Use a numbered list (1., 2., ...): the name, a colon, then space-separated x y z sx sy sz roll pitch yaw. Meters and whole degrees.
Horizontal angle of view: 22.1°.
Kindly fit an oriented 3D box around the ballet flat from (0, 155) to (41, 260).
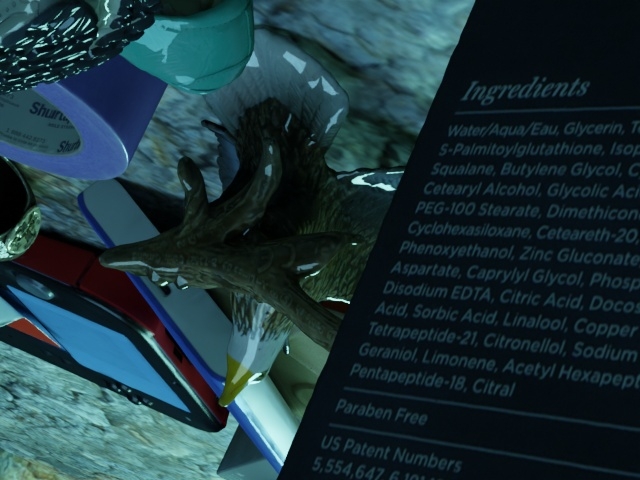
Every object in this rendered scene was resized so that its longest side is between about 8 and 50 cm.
1. ballet flat: -0.280 -0.054 1.317 0.058 0.084 0.250 16 154 25

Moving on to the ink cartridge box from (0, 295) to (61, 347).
1. ink cartridge box: -0.393 0.051 1.642 0.189 0.066 0.232 19 157 31

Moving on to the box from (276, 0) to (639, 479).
1. box: 0.173 0.084 0.649 0.212 0.395 0.293 2 153 45

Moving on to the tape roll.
1. tape roll: -0.190 -0.118 1.023 0.189 0.080 0.189 21 160 8

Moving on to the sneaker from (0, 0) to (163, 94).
1. sneaker: -0.129 -0.158 0.771 0.283 0.110 0.122 -34 78 51

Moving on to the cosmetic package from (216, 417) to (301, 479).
1. cosmetic package: -0.010 0.217 1.689 0.127 0.107 0.238 28 164 -8

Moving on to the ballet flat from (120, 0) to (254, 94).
1. ballet flat: -0.144 -0.163 0.877 0.247 0.083 0.087 24 137 -1

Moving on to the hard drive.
1. hard drive: -0.090 0.094 1.393 0.210 0.040 0.318 49 173 27

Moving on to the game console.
1. game console: -0.274 0.076 1.687 0.342 0.060 0.386 17 160 19

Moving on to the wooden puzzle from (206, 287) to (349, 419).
1. wooden puzzle: 0.085 0.117 1.357 0.348 0.080 0.322 22 162 20

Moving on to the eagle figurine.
1. eagle figurine: -0.007 0.008 1.060 0.226 0.225 0.298 60 -157 12
